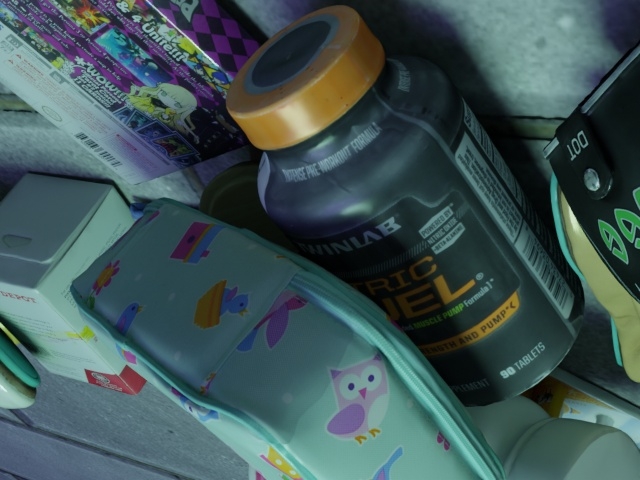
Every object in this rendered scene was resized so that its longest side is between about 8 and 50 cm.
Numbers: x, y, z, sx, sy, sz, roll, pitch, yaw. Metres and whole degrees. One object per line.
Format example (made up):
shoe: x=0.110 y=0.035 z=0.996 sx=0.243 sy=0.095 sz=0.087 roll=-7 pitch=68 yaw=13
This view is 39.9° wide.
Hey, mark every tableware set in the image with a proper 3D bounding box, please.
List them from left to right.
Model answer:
tableware set: x=0.000 y=0.000 z=0.670 sx=0.194 sy=0.039 sz=0.128 roll=31 pitch=121 yaw=-16

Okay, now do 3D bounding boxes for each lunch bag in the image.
lunch bag: x=-0.026 y=0.090 z=0.568 sx=0.279 sy=0.108 sz=0.224 roll=23 pitch=158 yaw=51

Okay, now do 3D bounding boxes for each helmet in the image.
helmet: x=0.197 y=-0.031 z=0.376 sx=0.161 sy=0.169 sz=0.169 roll=44 pitch=151 yaw=8

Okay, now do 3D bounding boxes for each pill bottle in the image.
pill bottle: x=0.050 y=-0.019 z=0.527 sx=0.130 sy=0.130 sz=0.246 roll=-6 pitch=135 yaw=44
pill bottle: x=0.090 y=0.190 z=0.682 sx=0.283 sy=0.160 sz=0.160 roll=1 pitch=140 yaw=46

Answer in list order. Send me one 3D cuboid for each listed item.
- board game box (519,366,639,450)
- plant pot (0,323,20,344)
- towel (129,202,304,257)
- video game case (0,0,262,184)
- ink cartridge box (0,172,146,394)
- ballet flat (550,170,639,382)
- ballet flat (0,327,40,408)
board game box: x=0.269 y=0.275 z=0.868 sx=0.390 sy=0.050 sz=0.390 roll=27 pitch=149 yaw=2
plant pot: x=-0.354 y=0.064 z=1.015 sx=0.134 sy=0.095 sz=0.134 roll=20 pitch=149 yaw=13
towel: x=-0.044 y=0.074 z=0.841 sx=0.209 sy=0.034 sz=0.285 roll=10 pitch=143 yaw=33
video game case: x=-0.155 y=-0.136 z=0.590 sx=0.232 sy=0.042 sz=0.210 roll=40 pitch=149 yaw=-28
ink cartridge box: x=-0.233 y=0.041 z=0.850 sx=0.128 sy=0.127 sz=0.176 roll=9 pitch=145 yaw=32
ballet flat: x=0.199 y=0.016 z=0.515 sx=0.073 sy=0.080 sz=0.232 roll=12 pitch=155 yaw=36
ballet flat: x=-0.433 y=0.043 z=0.877 sx=0.400 sy=0.139 sz=0.139 roll=47 pitch=154 yaw=18
